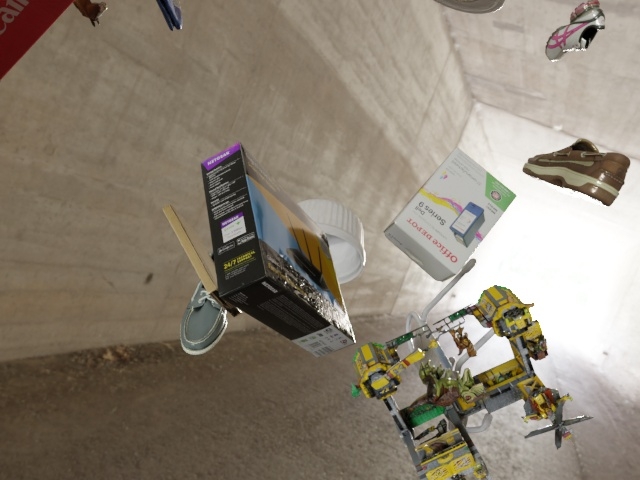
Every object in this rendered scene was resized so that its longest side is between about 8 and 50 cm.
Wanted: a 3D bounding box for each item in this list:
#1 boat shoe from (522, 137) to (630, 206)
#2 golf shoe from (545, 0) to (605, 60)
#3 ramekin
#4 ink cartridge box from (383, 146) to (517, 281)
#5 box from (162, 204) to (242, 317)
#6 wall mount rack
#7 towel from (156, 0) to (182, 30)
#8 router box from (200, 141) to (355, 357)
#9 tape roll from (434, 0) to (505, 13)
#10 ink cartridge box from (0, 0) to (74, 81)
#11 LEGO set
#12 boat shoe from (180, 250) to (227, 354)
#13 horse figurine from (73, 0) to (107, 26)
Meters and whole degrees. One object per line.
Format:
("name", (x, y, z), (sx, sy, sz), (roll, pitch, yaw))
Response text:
("boat shoe", (0.452, -0.130, 0.955), (0.095, 0.095, 0.257), (25, 12, -14))
("golf shoe", (0.619, -0.493, 1.327), (0.067, 0.086, 0.186), (-7, -18, -13))
("ramekin", (0.000, 0.000, 1.195), (0.207, 0.109, 0.207), (7, -36, 5))
("ink cartridge box", (0.250, -0.049, 1.053), (0.154, 0.212, 0.093), (41, -15, 4))
("box", (-0.224, 0.043, 1.037), (0.201, 0.021, 0.164), (56, -6, 23))
("wall mount rack", (0.294, 0.221, 1.154), (0.130, 0.304, 0.350), (-2, 24, -10))
("towel", (-0.358, -0.634, 1.187), (0.034, 0.285, 0.209), (-12, -24, 2))
("router box", (-0.034, 0.016, 0.486), (0.179, 0.046, 0.133), (46, 24, -55))
("tape roll", (0.390, -0.739, 1.485), (0.286, 0.100, 0.286), (23, 3, -1))
("ink cartridge box", (-0.490, -0.417, 0.862), (0.130, 0.309, 0.272), (24, 39, -54))
("LEGO set", (0.223, 0.237, 0.805), (0.331, 0.255, 0.192), (-19, 24, -1))
("boat shoe", (-0.286, 0.142, 1.386), (0.116, 0.099, 0.319), (6, 43, 7))
("horse figurine", (-0.499, -0.551, 1.020), (0.263, 0.066, 0.174), (29, -41, -36))
